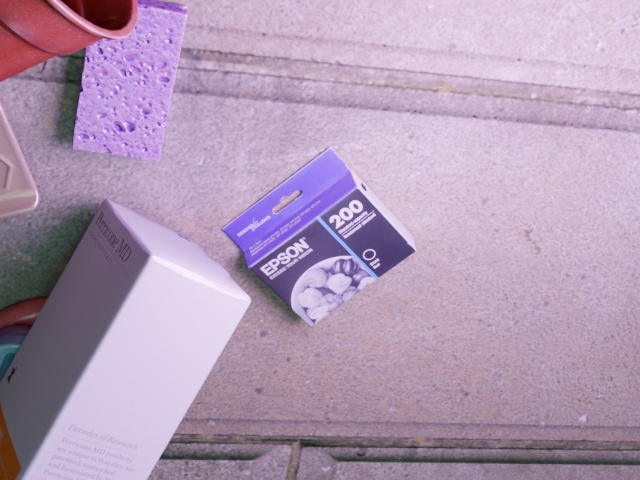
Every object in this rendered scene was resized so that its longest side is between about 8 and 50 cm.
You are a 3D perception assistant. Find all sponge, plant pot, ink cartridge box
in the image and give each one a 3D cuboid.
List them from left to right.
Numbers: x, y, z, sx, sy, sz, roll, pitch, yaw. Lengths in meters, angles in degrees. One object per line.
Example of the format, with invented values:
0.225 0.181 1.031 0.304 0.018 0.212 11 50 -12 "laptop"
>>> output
-0.385 -0.278 0.997 0.265 0.272 0.272 -26 123 17 "plant pot"
-0.245 -0.206 1.187 0.117 0.031 0.210 9 121 -14 "sponge"
0.000 0.000 1.351 0.206 0.045 0.208 -37 119 15 "ink cartridge box"

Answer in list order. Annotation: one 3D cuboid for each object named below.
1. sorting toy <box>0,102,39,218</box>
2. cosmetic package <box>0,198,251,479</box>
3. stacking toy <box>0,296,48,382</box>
-0.489 -0.116 1.208 0.192 0.038 0.208 -13 119 0 "sorting toy"
-0.302 0.200 1.233 0.161 0.230 0.453 28 95 -33 "cosmetic package"
-0.357 0.237 1.394 0.279 0.130 0.309 -14 124 1 "stacking toy"
